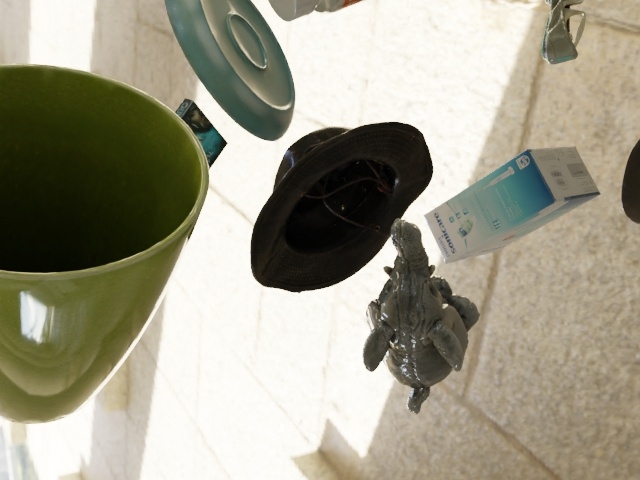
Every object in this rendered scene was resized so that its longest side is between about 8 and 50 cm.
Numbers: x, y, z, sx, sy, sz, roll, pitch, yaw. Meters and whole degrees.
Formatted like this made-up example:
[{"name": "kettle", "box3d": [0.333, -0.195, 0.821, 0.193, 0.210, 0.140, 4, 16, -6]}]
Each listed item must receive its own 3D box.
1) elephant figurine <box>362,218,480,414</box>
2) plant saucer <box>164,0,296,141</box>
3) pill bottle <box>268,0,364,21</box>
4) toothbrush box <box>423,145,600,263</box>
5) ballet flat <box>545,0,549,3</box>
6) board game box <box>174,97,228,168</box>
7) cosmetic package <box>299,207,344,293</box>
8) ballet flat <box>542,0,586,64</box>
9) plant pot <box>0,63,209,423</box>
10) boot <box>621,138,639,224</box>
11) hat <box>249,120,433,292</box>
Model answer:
[{"name": "elephant figurine", "box3d": [0.118, 0.107, 1.046, 0.186, 0.169, 0.239, 50, -178, 16]}, {"name": "plant saucer", "box3d": [-0.129, -0.309, 1.275, 0.044, 0.318, 0.317, -27, 68, 23]}, {"name": "pill bottle", "box3d": [0.033, -0.395, 1.135, 0.121, 0.221, 0.121, 51, 158, 31]}, {"name": "toothbrush box", "box3d": [0.406, -0.076, 1.710, 0.296, 0.216, 0.126, -33, 74, 40]}, {"name": "ballet flat", "box3d": [0.495, -0.576, 1.563, 0.095, 0.096, 0.280, -64, 6, -25]}, {"name": "board game box", "box3d": [-0.249, -0.138, 1.394, 0.026, 0.126, 0.186, 20, 71, 35]}, {"name": "cosmetic package", "box3d": [0.000, 0.000, 1.528, 0.099, 0.239, 0.060, 26, 135, 31]}, {"name": "ballet flat", "box3d": [0.423, -0.398, 1.375, 0.068, 0.072, 0.213, -3, 67, 29]}, {"name": "plant pot", "box3d": [-0.263, 0.033, 0.753, 0.274, 0.275, 0.293, 59, 145, 36]}, {"name": "boot", "box3d": [0.572, -0.170, 1.278, 0.112, 0.115, 0.305, 21, 105, 20]}, {"name": "hat", "box3d": [0.003, -0.077, 1.204, 0.134, 0.331, 0.331, 51, 137, 31]}]
